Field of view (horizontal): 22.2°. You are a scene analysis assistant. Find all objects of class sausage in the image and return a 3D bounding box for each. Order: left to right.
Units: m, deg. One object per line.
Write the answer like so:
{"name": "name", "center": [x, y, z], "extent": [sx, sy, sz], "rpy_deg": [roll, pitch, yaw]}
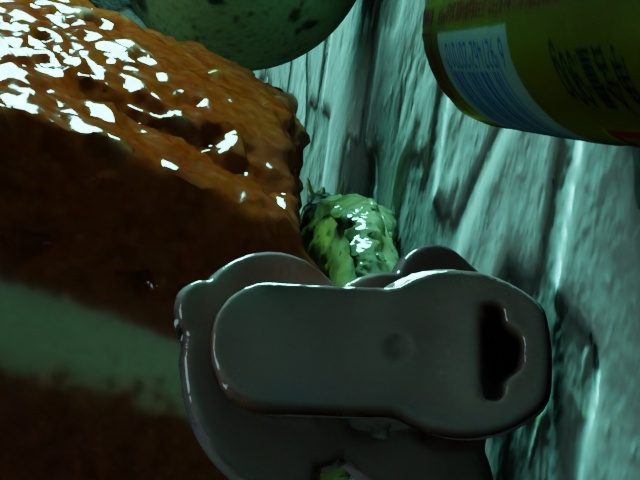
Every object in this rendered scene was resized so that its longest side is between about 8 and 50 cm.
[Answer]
{"name": "sausage", "center": [0.081, -0.060, 0.451], "extent": [0.371, 0.082, 0.082], "rpy_deg": [-143, 60, -82]}

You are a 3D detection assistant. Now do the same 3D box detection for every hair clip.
{"name": "hair clip", "center": [0.013, 0.054, 0.629], "extent": [0.102, 0.138, 0.123], "rpy_deg": [103, 163, -68]}

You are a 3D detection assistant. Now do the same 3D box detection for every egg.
{"name": "egg", "center": [-0.045, -0.224, 1.111], "extent": [0.177, 0.177, 0.228], "rpy_deg": [-98, 28, -60]}

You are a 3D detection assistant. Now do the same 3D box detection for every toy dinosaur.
{"name": "toy dinosaur", "center": [0.000, 0.000, 1.114], "extent": [0.047, 0.031, 0.083], "rpy_deg": [113, 161, -70]}

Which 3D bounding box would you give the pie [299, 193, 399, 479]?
{"name": "pie", "center": [-0.010, 0.093, 0.933], "extent": [0.274, 0.055, 0.274], "rpy_deg": [-163, 90, -80]}

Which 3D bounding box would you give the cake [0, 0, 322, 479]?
{"name": "cake", "center": [-0.168, 0.038, 0.945], "extent": [0.269, 0.270, 0.319], "rpy_deg": [-96, 27, -67]}
